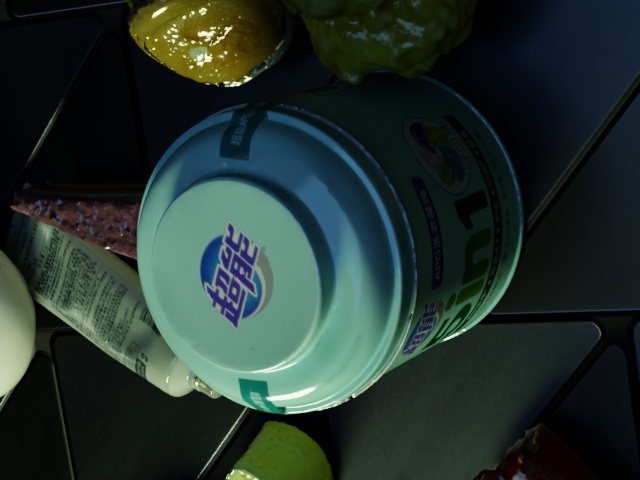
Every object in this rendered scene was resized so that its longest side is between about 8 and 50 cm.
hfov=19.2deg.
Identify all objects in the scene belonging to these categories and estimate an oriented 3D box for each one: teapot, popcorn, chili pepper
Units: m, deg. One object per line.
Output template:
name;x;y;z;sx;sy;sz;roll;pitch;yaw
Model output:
teapot;-0.416;0.097;2.131;0.204;0.139;0.298;37;129;24
popcorn;0.054;-0.237;1.745;0.197;0.197;0.155;-16;123;33
chili pepper;0.255;0.299;1.821;0.252;0.136;0.144;36;74;7

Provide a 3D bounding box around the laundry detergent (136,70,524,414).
laundry detergent;0.000;0.000;1.768;0.287;0.305;0.287;8;106;29

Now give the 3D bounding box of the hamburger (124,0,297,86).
hamburger;-0.103;-0.239;1.856;0.177;0.185;0.113;95;167;-55

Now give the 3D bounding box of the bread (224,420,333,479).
bread;-0.054;0.267;1.985;0.111;0.114;0.129;35;121;12

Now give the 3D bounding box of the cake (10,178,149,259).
cake;-0.183;-0.034;1.987;0.295;0.116;0.113;13;105;25

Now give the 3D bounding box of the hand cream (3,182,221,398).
hand cream;-0.226;0.070;2.076;0.340;0.077;0.124;36;120;28
